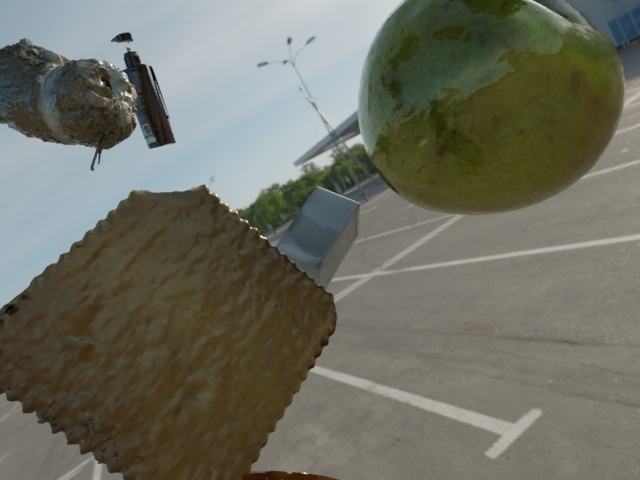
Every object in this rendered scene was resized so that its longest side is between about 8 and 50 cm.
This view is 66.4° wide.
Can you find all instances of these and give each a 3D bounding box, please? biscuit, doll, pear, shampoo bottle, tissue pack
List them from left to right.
[{"bbox_3d":[-0.313,-0.170,0.555,0.115,0.221,0.105,-63,-9,-10],"label":"doll"},{"bbox_3d":[-0.372,-0.312,1.027,0.068,0.236,0.067,-13,12,10],"label":"shampoo bottle"},{"bbox_3d":[-0.113,0.075,0.414,0.013,0.232,0.237,-32,19,55],"label":"biscuit"},{"bbox_3d":[0.000,-0.001,1.362,0.246,0.136,0.159,-58,-21,-31],"label":"tissue pack"},{"bbox_3d":[0.188,-0.172,0.612,0.304,0.304,0.304,-28,5,2],"label":"pear"}]

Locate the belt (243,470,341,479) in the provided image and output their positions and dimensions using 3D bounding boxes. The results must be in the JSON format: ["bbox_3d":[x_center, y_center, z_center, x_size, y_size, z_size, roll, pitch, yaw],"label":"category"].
[{"bbox_3d":[-0.064,0.301,0.441,0.105,0.261,0.184,-107,33,-55],"label":"belt"}]
